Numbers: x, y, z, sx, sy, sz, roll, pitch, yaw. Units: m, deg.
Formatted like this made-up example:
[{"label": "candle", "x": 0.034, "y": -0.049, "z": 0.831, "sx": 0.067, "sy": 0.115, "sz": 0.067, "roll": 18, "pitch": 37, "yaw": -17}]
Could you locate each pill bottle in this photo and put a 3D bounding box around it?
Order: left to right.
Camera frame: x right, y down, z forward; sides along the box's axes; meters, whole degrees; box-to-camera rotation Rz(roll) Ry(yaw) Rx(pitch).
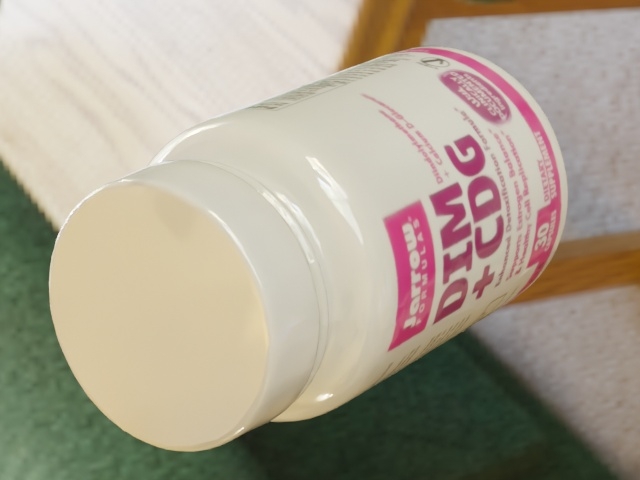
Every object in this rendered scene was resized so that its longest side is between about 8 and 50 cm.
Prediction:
[{"label": "pill bottle", "x": 0.000, "y": 0.000, "z": 0.988, "sx": 0.160, "sy": 0.283, "sz": 0.160, "roll": 12, "pitch": 112, "yaw": 31}]
